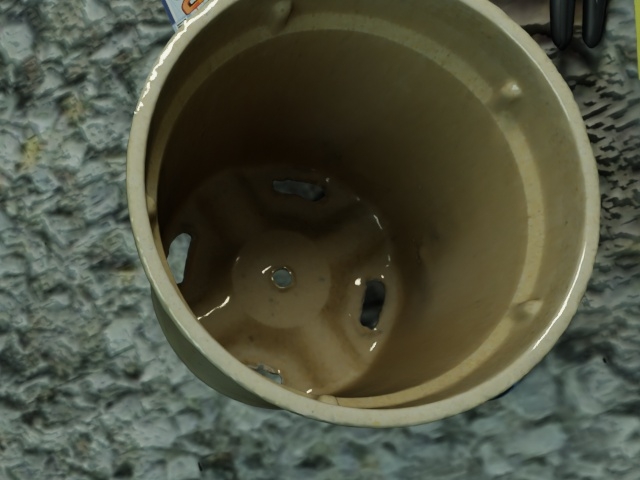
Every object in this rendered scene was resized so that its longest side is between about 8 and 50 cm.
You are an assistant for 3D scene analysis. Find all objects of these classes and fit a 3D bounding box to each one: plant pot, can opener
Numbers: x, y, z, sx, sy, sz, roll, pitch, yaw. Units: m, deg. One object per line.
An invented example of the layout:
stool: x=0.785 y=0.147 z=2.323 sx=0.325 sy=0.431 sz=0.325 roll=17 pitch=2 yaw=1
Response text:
plant pot: x=0.000 y=0.000 z=1.260 sx=0.333 sy=0.334 sz=0.305 roll=58 pitch=160 yaw=6
can opener: x=0.195 y=-0.234 z=1.238 sx=0.059 sy=0.073 sz=0.186 roll=-8 pitch=106 yaw=-3

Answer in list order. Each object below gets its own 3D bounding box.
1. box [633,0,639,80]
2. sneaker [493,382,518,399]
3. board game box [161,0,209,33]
box: x=0.259 y=-0.233 z=1.167 sx=0.058 sy=0.087 sz=0.232 roll=4 pitch=106 yaw=33
sneaker: x=0.145 y=0.054 z=1.340 sx=0.067 sy=0.078 sz=0.188 roll=24 pitch=117 yaw=26
board game box: x=-0.068 y=-0.224 z=1.330 sx=0.136 sy=0.035 sz=0.201 roll=-41 pitch=41 yaw=13
